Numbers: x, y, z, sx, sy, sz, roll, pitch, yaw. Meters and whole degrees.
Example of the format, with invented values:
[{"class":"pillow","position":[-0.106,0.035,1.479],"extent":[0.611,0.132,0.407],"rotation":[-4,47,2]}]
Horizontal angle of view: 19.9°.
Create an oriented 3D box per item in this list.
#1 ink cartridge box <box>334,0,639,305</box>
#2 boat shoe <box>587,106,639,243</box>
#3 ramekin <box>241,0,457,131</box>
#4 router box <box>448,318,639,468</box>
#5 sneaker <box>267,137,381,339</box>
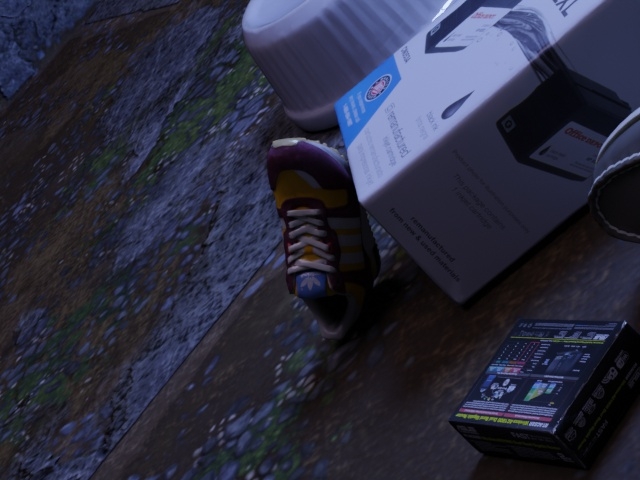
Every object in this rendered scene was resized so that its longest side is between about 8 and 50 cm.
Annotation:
[{"class":"ink cartridge box","position":[0.173,-0.127,1.444],"extent":[0.307,0.129,0.223],"rotation":[-40,21,12]},{"class":"boat shoe","position":[0.275,-0.039,1.120],"extent":[0.305,0.109,0.091],"rotation":[-11,34,50]},{"class":"ramekin","position":[0.034,-0.254,1.946],"extent":[0.273,0.127,0.273],"rotation":[-38,21,18]},{"class":"router box","position":[0.151,0.098,1.191],"extent":[0.092,0.038,0.122],"rotation":[-52,21,-20]},{"class":"sneaker","position":[0.000,0.000,1.474],"extent":[0.070,0.185,0.084],"rotation":[-2,47,26]}]
